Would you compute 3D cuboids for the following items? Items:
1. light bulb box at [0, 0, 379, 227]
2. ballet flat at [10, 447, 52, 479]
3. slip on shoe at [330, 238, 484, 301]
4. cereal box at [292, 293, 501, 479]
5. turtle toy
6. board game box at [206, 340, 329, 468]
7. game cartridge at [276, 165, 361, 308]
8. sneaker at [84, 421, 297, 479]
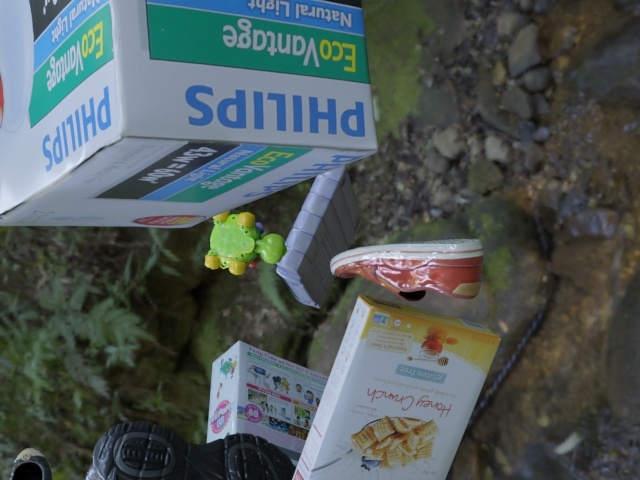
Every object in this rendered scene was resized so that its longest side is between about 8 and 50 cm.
[{"bbox_3d":[-0.154,-0.214,0.813,0.358,0.225,0.361,-16,77,55],"label":"light bulb box"},{"bbox_3d":[-0.398,0.338,1.235,0.173,0.057,0.049,-114,7,-59],"label":"ballet flat"},{"bbox_3d":[0.136,0.053,1.533,0.331,0.123,0.101,-2,94,49],"label":"slip on shoe"},{"bbox_3d":[0.086,0.194,1.040,0.047,0.173,0.240,41,115,65],"label":"cereal box"},{"bbox_3d":[-0.111,0.005,1.364,0.130,0.066,0.095,12,92,34],"label":"turtle toy"},{"bbox_3d":[-0.076,0.349,1.557,0.097,0.224,0.303,-42,34,36],"label":"board game box"},{"bbox_3d":[0.000,0.000,1.808,0.230,0.068,0.355,-60,-14,-10],"label":"game cartridge"},{"bbox_3d":[-0.151,0.301,1.119,0.130,0.286,0.109,-52,28,41],"label":"sneaker"}]
